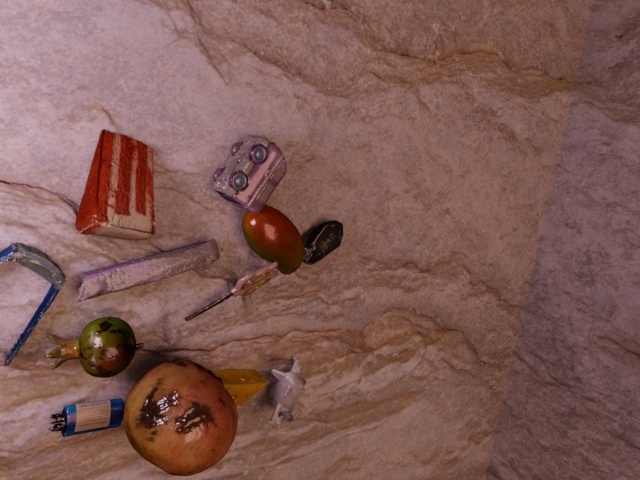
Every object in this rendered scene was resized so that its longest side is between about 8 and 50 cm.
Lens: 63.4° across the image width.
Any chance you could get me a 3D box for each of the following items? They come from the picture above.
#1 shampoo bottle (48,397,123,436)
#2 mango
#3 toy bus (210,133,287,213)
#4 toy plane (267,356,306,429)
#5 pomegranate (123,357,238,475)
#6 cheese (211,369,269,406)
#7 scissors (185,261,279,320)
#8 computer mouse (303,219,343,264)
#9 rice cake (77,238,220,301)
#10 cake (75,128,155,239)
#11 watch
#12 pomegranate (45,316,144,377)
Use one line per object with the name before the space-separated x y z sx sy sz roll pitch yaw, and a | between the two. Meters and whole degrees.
shampoo bottle | -0.628 0.476 1.393 0.183 0.050 0.087 4 104 -40
mango | -0.133 0.000 1.608 0.146 0.129 0.289 -59 139 -11
toy bus | -0.198 -0.192 1.482 0.142 0.142 0.202 39 79 -35
toy plane | -0.118 0.513 1.756 0.252 0.118 0.252 19 90 -84
pomegranate | -0.381 0.481 1.425 0.322 0.322 0.322 -14 112 -36
cheese | -0.258 0.471 1.673 0.171 0.093 0.126 -12 111 -38
scissors | -0.266 0.163 1.574 0.317 0.024 0.160 -30 162 -14
computer mouse | 0.000 0.000 1.758 0.192 0.062 0.106 -42 127 -15
rice cake | -0.457 0.073 1.399 0.399 0.064 0.070 -17 105 -35
cake | -0.511 -0.118 1.304 0.158 0.159 0.262 15 59 -41
watch | -0.757 0.121 1.173 0.276 0.068 0.274 39 83 -41
pomegranate | -0.574 0.274 1.313 0.220 0.156 0.156 -5 107 -34
